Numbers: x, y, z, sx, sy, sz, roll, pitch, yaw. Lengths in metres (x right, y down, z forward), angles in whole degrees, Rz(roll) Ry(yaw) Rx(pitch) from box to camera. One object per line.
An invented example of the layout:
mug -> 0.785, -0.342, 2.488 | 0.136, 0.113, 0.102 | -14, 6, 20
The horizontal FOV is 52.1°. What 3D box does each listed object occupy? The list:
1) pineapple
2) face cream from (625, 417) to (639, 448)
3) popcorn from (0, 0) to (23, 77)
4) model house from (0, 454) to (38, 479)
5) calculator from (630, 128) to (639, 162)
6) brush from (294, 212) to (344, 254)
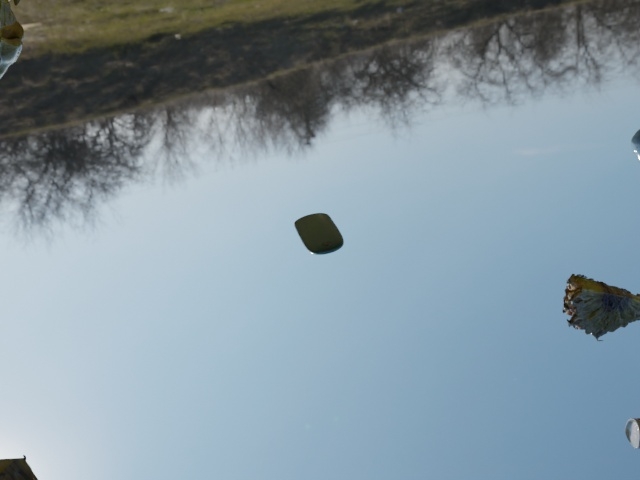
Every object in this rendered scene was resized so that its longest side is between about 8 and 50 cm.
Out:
pineapple -> 0.211, 0.053, 0.498 | 0.083, 0.045, 0.019 | 16, -150, -26
face cream -> 0.478, 0.234, 0.769 | 0.229, 0.075, 0.075 | 4, -163, -3
popcorn -> -0.362, -0.227, 0.546 | 0.190, 0.250, 0.250 | -17, -162, -1
model house -> -0.290, 0.307, 0.544 | 0.219, 0.207, 0.136 | -42, -168, -34
calculator -> 0.337, -0.105, 0.492 | 0.121, 0.039, 0.210 | -15, 172, -27
brush -> 0.000, 0.000, 0.702 | 0.043, 0.032, 0.193 | -15, -166, -3
